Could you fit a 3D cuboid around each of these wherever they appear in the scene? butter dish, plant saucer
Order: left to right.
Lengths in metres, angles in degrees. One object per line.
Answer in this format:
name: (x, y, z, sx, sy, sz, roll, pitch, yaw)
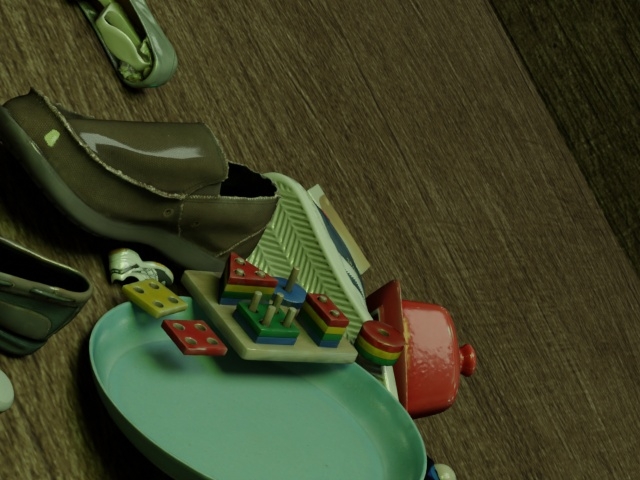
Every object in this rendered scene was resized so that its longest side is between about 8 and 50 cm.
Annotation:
plant saucer: (-0.059, 0.153, 1.524, 0.317, 0.044, 0.317, 21, 24, -10)
butter dish: (0.108, 0.129, 1.846, 0.160, 0.118, 0.160, 138, -49, -72)

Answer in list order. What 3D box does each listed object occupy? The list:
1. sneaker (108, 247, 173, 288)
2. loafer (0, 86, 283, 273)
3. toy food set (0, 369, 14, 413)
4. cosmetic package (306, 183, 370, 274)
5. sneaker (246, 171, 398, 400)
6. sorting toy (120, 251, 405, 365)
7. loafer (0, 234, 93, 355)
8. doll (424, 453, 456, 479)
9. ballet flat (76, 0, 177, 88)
sneaker: (-0.171, 0.036, 1.630, 0.083, 0.032, 0.037, 27, 54, -48)
loafer: (-0.163, -0.073, 1.613, 0.134, 0.130, 0.366, 47, 10, 31)
toy food set: (-0.290, 0.070, 1.234, 0.232, 0.104, 0.111, 20, 43, -56)
cosmetic package: (0.000, 0.000, 1.981, 0.115, 0.060, 0.041, 58, 22, -3)
sneaker: (0.010, 0.100, 1.795, 0.148, 0.131, 0.350, 38, 33, -67)
sorting toy: (-0.050, 0.058, 1.628, 0.274, 0.046, 0.132, 5, 29, -38)
loafer: (-0.291, 0.000, 1.349, 0.267, 0.084, 0.096, 36, 31, -43)
doll: (0.101, 0.264, 1.865, 0.129, 0.046, 0.189, 63, 17, 15)
ballet flat: (-0.226, -0.255, 1.834, 0.213, 0.072, 0.068, 57, 28, -2)
